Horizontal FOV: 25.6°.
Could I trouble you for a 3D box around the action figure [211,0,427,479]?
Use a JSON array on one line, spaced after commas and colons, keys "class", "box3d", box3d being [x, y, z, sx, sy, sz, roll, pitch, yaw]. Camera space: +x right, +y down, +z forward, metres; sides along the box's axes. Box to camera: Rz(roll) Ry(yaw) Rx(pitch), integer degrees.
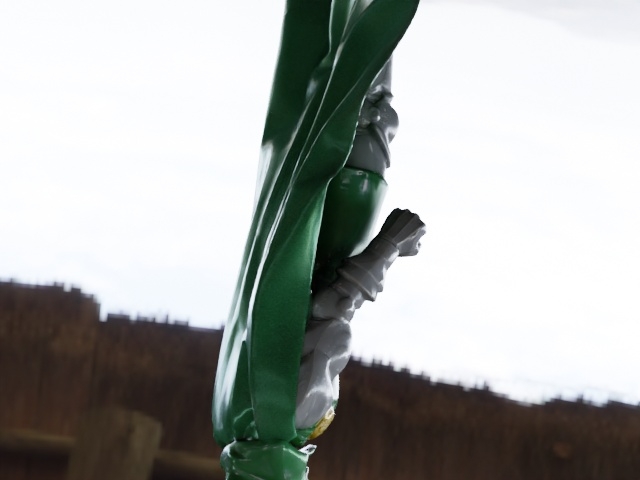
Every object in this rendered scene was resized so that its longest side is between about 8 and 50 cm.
[{"class": "action figure", "box3d": [0.000, 0.000, 0.535, 0.064, 0.232, 0.137, 18, 162, -13]}]
